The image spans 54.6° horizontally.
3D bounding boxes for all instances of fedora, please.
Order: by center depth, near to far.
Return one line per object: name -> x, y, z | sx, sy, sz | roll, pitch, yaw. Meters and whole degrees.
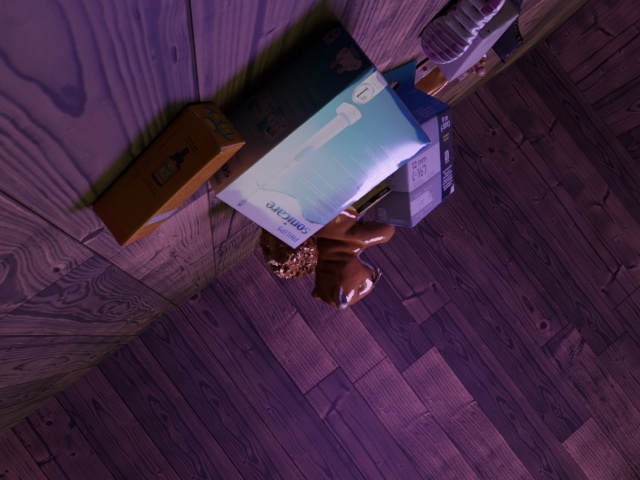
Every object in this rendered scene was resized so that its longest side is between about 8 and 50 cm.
fedora -> 0.297, -0.445, 1.730 | 0.194, 0.079, 0.194 | -38, 179, -1

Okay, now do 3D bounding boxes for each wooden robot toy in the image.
wooden robot toy -> 0.576, -0.635, 2.308 | 0.076, 0.079, 0.173 | -36, 178, -36

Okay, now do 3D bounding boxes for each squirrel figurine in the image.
squirrel figurine -> 0.000, 0.000, 1.680 | 0.397, 0.370, 0.281 | -2, -171, -29

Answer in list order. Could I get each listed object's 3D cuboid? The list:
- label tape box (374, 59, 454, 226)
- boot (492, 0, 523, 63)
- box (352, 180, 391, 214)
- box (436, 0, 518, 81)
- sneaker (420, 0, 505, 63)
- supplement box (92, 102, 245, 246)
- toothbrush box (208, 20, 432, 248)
label tape box -> 0.226, -0.241, 1.522 | 0.115, 0.348, 0.249 | 12, -149, 33
boot -> 0.504, -0.569, 1.590 | 0.198, 0.137, 0.077 | -39, 178, 36
box -> 0.057, -0.178, 1.418 | 0.058, 0.232, 0.087 | -36, 177, -34
box -> 0.363, -0.493, 1.497 | 0.113, 0.094, 0.275 | -36, 179, -8
sneaker -> 0.307, -0.464, 1.288 | 0.104, 0.095, 0.236 | -45, -177, -39
supplement box -> -0.215, -0.090, 0.871 | 0.233, 0.078, 0.080 | -37, 179, 29
toothbrush box -> -0.009, -0.151, 0.976 | 0.295, 0.126, 0.216 | -39, 142, 13
